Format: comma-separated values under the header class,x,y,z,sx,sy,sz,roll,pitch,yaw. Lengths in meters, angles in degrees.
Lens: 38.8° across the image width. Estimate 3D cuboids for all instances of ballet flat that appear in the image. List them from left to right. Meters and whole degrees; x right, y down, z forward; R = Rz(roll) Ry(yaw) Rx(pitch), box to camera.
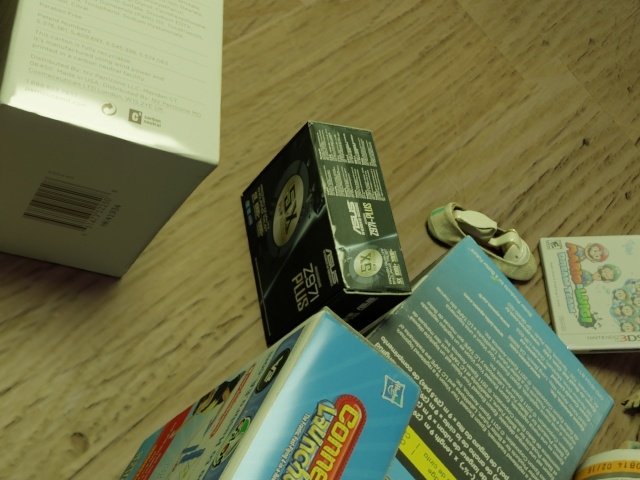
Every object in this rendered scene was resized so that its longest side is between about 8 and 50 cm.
class,x,y,z,sx,sy,sz,roll,pitch,yaw
ballet flat,0.205,0.002,1.086,0.168,0.052,0.057,22,53,-22

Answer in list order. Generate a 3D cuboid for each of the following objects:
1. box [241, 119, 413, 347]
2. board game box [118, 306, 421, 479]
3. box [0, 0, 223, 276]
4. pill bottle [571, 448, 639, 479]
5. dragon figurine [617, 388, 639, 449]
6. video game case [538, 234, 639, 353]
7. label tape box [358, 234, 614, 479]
class,x,y,z,sx,sy,sz,roll,pitch,yaw
box,0.000,0.000,0.886,0.078,0.147,0.180,4,62,-33
board game box,-0.101,0.229,0.578,0.086,0.302,0.308,39,49,-9
box,-0.204,-0.177,0.810,0.168,0.215,0.345,15,57,-27
pill bottle,0.296,0.353,0.864,0.162,0.162,0.278,38,49,-10
dragon figurine,0.436,0.241,1.077,0.144,0.085,0.289,36,50,-11
video game case,0.353,0.065,1.127,0.143,0.019,0.157,-2,60,-1
label tape box,0.116,0.183,0.882,0.240,0.106,0.334,49,49,1
